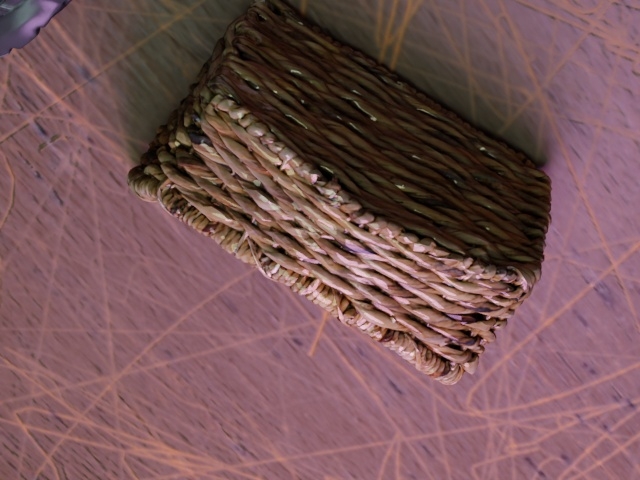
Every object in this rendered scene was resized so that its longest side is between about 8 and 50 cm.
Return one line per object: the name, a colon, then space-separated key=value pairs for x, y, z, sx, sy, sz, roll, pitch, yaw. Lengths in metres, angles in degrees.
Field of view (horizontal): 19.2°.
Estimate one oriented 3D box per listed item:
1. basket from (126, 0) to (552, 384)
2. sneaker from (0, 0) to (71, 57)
basket: x=0.000 y=0.000 z=1.474 sx=0.299 sy=0.213 sz=0.223 roll=32 pitch=123 yaw=-11
sneaker: x=-0.186 y=-0.239 z=1.406 sx=0.267 sy=0.101 sz=0.106 roll=-33 pitch=113 yaw=19
